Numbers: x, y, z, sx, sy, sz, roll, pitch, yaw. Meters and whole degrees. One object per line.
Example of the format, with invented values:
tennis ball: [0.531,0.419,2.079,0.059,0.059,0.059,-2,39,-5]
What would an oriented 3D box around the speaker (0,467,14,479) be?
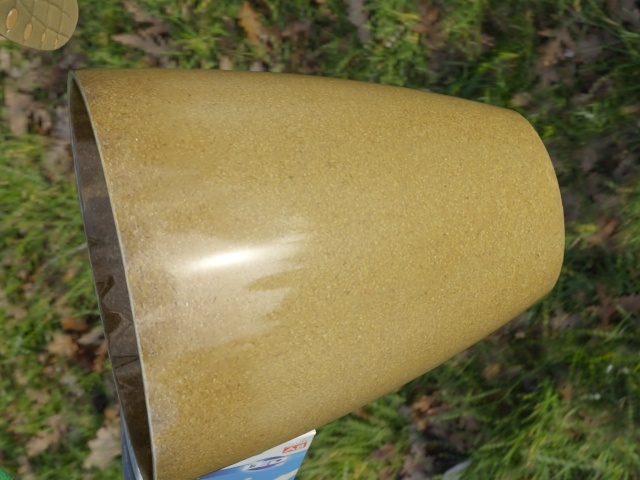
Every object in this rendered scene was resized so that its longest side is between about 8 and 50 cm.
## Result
speaker: [-0.401,0.326,1.098,0.296,0.131,0.131,-40,80,12]

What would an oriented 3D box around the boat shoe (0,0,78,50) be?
boat shoe: [-0.242,-0.185,0.835,0.060,0.178,0.064,24,91,35]

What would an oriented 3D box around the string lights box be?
string lights box: [-0.091,0.171,0.973,0.133,0.260,0.077,-10,67,-13]

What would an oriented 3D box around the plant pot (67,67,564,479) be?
plant pot: [0.000,0.000,0.699,0.254,0.237,0.237,-11,92,-15]
